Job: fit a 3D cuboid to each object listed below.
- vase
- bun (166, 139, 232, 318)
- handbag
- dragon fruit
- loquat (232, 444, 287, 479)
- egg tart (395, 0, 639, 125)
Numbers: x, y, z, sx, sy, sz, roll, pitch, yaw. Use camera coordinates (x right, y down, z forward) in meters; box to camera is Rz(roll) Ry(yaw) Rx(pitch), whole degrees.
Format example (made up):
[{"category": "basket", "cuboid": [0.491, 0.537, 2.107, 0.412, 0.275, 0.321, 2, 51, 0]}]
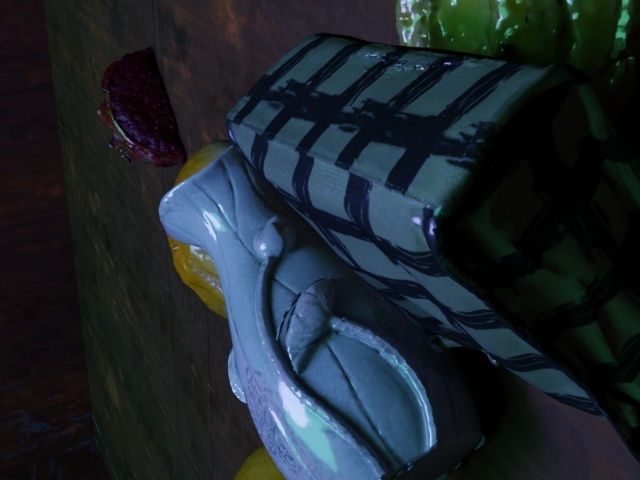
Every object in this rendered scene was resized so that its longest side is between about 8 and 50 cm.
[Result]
[{"category": "vase", "cuboid": [-0.014, 0.090, 0.968, 0.445, 0.249, 0.250, 56, 148, 25]}, {"category": "bun", "cuboid": [-0.158, -0.005, 1.340, 0.299, 0.164, 0.299, 41, 137, 54]}, {"category": "handbag", "cuboid": [0.117, 0.002, 0.633, 0.327, 0.162, 0.325, 48, 172, -30]}, {"category": "dragon fruit", "cuboid": [-0.390, -0.236, 1.753, 0.262, 0.134, 0.211, 69, 156, 19]}, {"category": "loquat", "cuboid": [-0.006, 0.391, 1.087, 0.275, 0.274, 0.275, 37, 133, 54]}, {"category": "egg tart", "cuboid": [0.142, -0.195, 0.700, 0.290, 0.115, 0.291, 35, 129, 57]}]
